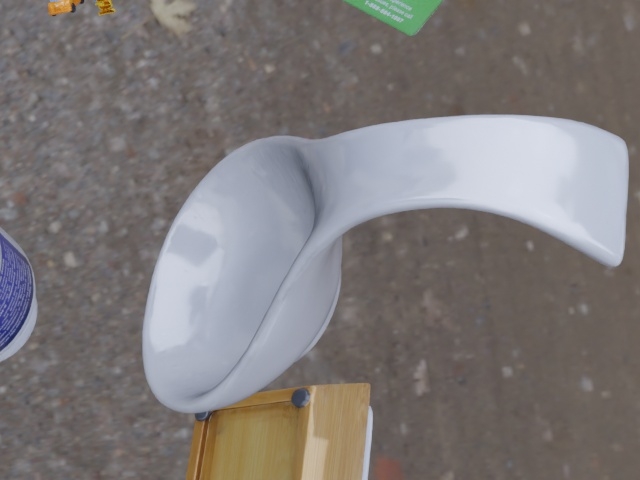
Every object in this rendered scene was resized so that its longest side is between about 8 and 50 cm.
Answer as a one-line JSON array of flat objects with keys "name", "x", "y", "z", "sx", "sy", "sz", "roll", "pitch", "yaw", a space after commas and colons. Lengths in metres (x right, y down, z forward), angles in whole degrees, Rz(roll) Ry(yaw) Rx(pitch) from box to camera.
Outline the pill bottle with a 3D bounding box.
[{"name": "pill bottle", "x": -0.262, "y": 0.030, "z": 0.943, "sx": 0.112, "sy": 0.187, "sz": 0.112, "roll": -1, "pitch": 74, "yaw": 4}]

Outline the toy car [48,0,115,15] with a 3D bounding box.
[{"name": "toy car", "x": -0.301, "y": -0.316, "z": 1.726, "sx": 0.060, "sy": 0.122, "sz": 0.041, "roll": -47, "pitch": 129, "yaw": -44}]

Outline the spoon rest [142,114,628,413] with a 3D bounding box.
[{"name": "spoon rest", "x": 0.000, "y": 0.000, "z": 0.599, "sx": 0.084, "sy": 0.276, "sz": 0.137, "roll": 27, "pitch": 59, "yaw": -36}]

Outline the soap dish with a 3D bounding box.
[{"name": "soap dish", "x": -0.062, "y": 0.309, "z": 1.591, "sx": 0.118, "sy": 0.228, "sz": 0.291, "roll": 32, "pitch": 56, "yaw": -45}]

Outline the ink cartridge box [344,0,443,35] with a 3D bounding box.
[{"name": "ink cartridge box", "x": 0.080, "y": -0.352, "z": 1.172, "sx": 0.211, "sy": 0.289, "sz": 0.122, "roll": 22, "pitch": 32, "yaw": -37}]
